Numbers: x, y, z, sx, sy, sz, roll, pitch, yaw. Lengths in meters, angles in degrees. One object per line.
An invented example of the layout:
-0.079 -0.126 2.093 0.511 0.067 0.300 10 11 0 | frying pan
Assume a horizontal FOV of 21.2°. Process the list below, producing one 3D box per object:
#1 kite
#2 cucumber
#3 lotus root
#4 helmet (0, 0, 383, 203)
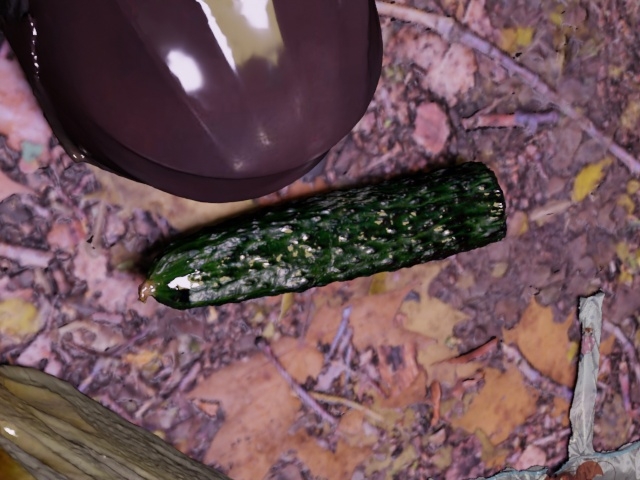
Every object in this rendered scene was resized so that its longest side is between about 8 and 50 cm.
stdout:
0.213 0.219 1.431 0.406 0.014 0.369 -8 109 -30 | kite
0.000 0.000 1.200 0.293 0.067 0.068 -13 111 -27 | cucumber
-0.144 0.201 1.058 0.260 0.267 0.149 30 92 -26 | lotus root
-0.072 -0.157 1.041 0.225 0.177 0.305 -30 119 -19 | helmet
